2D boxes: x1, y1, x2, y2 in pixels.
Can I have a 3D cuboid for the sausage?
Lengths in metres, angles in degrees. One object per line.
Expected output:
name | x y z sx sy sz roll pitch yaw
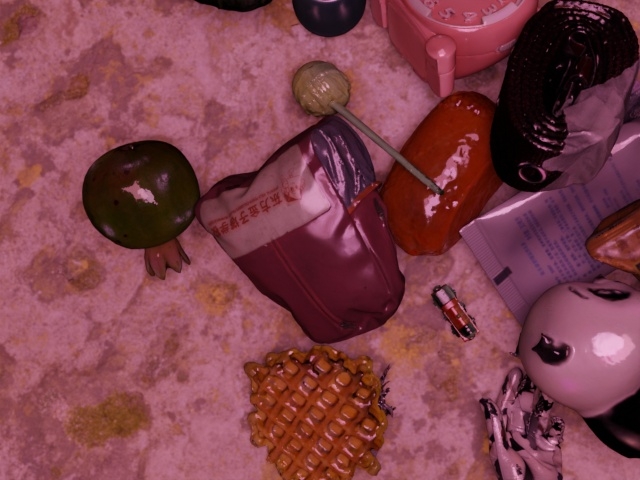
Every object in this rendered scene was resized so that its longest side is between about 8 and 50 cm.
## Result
sausage | 0.193 -0.101 1.420 0.141 0.153 0.268 34 91 29

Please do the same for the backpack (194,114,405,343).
backpack | 0.000 0.000 1.398 0.283 0.197 0.317 -27 101 37

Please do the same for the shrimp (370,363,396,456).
shrimp | 0.085 0.276 1.473 0.065 0.056 0.165 26 101 18

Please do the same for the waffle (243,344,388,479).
waffle | -0.010 0.279 1.450 0.243 0.059 0.238 -11 102 24

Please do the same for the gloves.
gloves | 0.318 0.309 1.443 0.127 0.111 0.212 -5 61 7

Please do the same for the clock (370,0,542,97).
clock | 0.226 -0.363 1.424 0.241 0.142 0.227 -31 62 -7

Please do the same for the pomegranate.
pomegranate | -0.270 -0.046 1.442 0.187 0.187 0.225 -16 117 2

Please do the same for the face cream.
face cream | 0.444 -0.048 1.420 0.420 0.137 0.235 -35 116 4

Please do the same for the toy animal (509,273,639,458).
toy animal | 0.446 0.184 1.360 0.310 0.251 0.251 24 91 0

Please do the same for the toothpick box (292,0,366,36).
toothpick box | 0.012 -0.390 1.413 0.120 0.184 0.120 0 90 1

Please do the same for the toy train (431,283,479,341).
toy train | 0.215 0.116 1.462 0.044 0.064 0.103 -35 88 0

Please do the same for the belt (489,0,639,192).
belt | 0.344 -0.197 1.316 0.184 0.164 0.289 22 62 8

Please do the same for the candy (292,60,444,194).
candy | 0.072 -0.167 1.396 0.092 0.093 0.335 -35 59 -16

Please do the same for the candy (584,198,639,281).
candy | 0.510 0.021 1.364 0.143 0.271 0.101 -36 49 24

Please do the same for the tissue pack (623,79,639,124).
tissue pack | 0.433 -0.177 1.429 0.156 0.112 0.051 -35 60 2

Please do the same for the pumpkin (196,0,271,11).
pumpkin | -0.145 -0.456 1.440 0.211 0.152 0.212 -2 72 5
